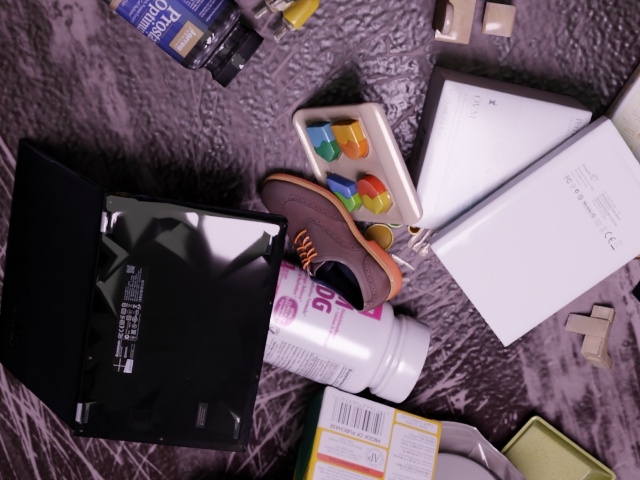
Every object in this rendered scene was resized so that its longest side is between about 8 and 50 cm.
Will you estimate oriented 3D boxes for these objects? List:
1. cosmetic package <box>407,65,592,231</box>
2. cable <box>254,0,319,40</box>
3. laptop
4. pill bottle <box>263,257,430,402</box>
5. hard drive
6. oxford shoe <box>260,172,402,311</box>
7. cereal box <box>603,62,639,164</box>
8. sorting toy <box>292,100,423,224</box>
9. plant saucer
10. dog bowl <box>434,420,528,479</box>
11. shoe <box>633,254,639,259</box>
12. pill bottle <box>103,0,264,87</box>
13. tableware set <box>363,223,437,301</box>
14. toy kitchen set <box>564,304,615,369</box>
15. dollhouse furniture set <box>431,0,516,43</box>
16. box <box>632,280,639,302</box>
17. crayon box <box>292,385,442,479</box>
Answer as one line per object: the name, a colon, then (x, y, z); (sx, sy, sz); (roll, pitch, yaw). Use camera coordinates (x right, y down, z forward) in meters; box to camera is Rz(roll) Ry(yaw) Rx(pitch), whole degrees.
cosmetic package: (0.258, -0.121, 1.652); (0.224, 0.138, 0.224); (11, 107, -6)
cable: (0.017, -0.420, 1.605); (0.287, 0.072, 0.139); (-32, 107, -2)
laptop: (-0.289, 0.083, 1.682); (0.407, 0.236, 0.382); (8, 108, -10)
pill bottle: (0.017, 0.143, 1.720); (0.283, 0.160, 0.160); (22, 106, -8)
hard drive: (0.338, -0.010, 1.598); (0.307, 0.040, 0.203); (-36, 108, 8)
oxford shoe: (0.000, 0.000, 1.666); (0.271, 0.098, 0.097); (40, 131, 15)
cereal box: (0.519, -0.163, 1.687); (0.173, 0.047, 0.240); (30, 106, -10)
sorting toy: (0.047, -0.109, 1.633); (0.038, 0.208, 0.193); (-33, 109, -29)
plant saucer: (0.368, 0.404, 1.867); (0.188, 0.045, 0.188); (37, 103, -11)
dog bowl: (0.191, 0.469, 1.753); (0.348, 0.349, 0.102); (-28, 143, 8)
shoe: (0.446, 0.003, 1.719); (0.219, 0.076, 0.058); (-1, 88, 16)
pill bottle: (-0.194, -0.326, 1.588); (0.219, 0.123, 0.123); (38, 103, -11)
tableware set: (0.109, 0.023, 1.754); (0.104, 0.024, 0.154); (34, 105, -10)
toy kitchen set: (0.445, 0.156, 1.801); (0.068, 0.075, 0.083); (10, 72, 33)
dollhouse furniture set: (0.358, -0.405, 1.543); (0.355, 0.174, 0.303); (8, 108, -3)
box: (0.629, 0.089, 1.737); (0.207, 0.108, 0.153); (29, 105, -9)
crayon box: (0.056, 0.408, 1.669); (0.203, 0.083, 0.323); (20, 62, -14)
